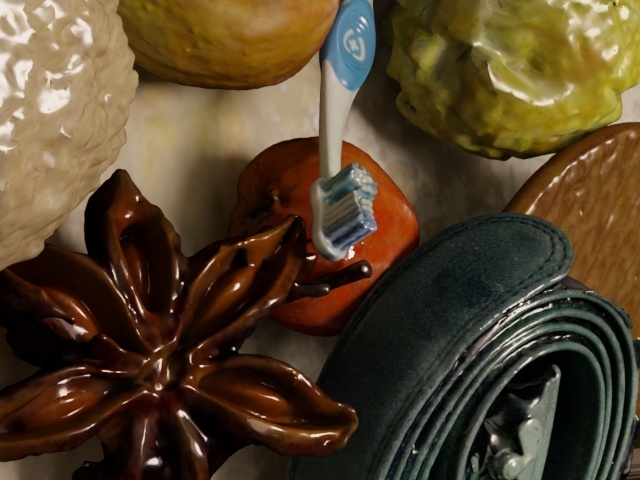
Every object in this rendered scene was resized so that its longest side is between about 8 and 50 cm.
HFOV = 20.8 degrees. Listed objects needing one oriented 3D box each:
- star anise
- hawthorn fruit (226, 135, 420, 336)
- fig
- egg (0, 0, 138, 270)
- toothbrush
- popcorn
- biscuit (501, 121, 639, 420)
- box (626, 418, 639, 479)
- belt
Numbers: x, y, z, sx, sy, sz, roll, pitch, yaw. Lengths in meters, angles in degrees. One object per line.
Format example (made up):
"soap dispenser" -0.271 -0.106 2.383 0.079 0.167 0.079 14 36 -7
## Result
"star anise" -0.093 0.071 0.937 0.220 0.126 0.190 19 60 -14
"hawthorn fruit" 0.000 0.000 1.054 0.128 0.128 0.128 12 71 -41
"fig" -0.110 -0.172 0.993 0.257 0.159 0.159 6 75 -25
"egg" -0.225 -0.118 0.772 0.310 0.279 0.279 56 49 -15
"toothbrush" 0.015 -0.122 1.069 0.040 0.040 0.386 42 30 -28
"popcorn" 0.119 -0.158 1.171 0.198 0.212 0.198 -31 139 -31
"biscuit" 0.182 0.040 1.192 0.262 0.037 0.262 -21 126 -33
"box" 0.298 0.356 1.227 0.373 0.138 0.420 -45 109 -40
"belt" 0.088 0.112 1.049 0.206 0.116 0.267 13 101 -41
